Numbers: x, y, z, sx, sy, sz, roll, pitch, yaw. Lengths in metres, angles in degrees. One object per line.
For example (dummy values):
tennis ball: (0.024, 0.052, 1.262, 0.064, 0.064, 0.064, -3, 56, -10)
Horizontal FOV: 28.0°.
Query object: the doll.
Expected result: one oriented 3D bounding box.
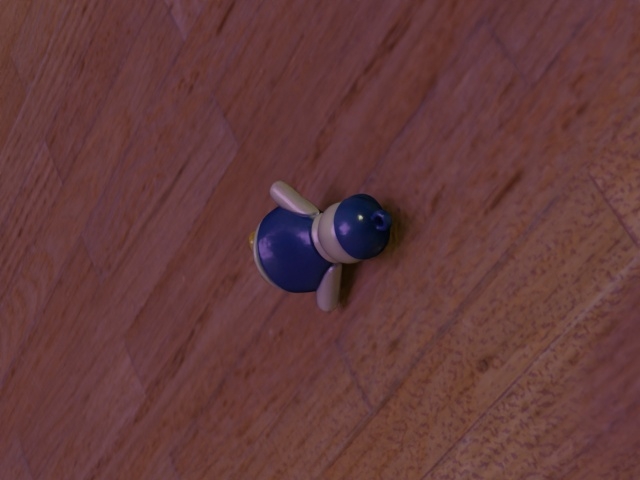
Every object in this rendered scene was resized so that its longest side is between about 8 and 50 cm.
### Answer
doll: (0.000, 0.000, 0.881, 0.143, 0.057, 0.099, -20, 96, 50)
